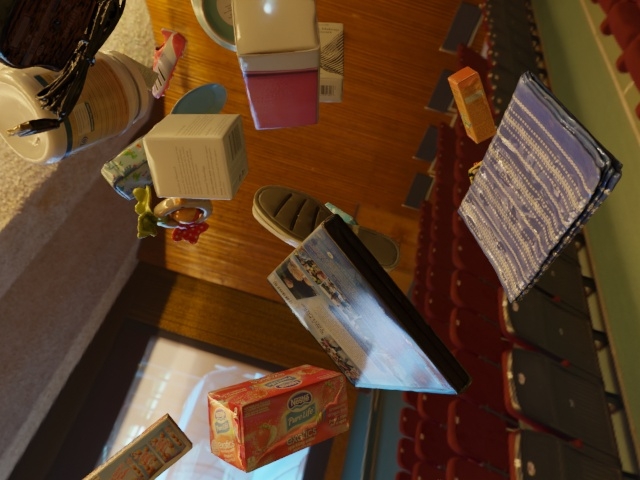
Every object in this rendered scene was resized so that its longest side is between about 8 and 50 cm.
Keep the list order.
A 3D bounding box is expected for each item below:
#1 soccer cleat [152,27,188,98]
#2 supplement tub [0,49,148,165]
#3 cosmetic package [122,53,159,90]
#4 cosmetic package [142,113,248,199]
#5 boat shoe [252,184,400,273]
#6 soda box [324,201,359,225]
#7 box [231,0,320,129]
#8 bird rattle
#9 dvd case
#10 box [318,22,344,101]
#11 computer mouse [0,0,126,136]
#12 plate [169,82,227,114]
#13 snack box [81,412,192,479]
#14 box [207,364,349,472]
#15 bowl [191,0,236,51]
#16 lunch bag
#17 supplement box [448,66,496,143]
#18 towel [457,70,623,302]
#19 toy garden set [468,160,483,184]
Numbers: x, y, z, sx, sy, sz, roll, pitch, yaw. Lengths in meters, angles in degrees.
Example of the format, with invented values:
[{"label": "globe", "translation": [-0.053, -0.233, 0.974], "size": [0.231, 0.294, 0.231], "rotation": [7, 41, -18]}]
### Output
[{"label": "soccer cleat", "translation": [-0.535, -0.601, 1.659], "size": [0.248, 0.095, 0.083], "rotation": [-50, 31, 34]}, {"label": "supplement tub", "translation": [-0.390, -0.218, 0.772], "size": [0.200, 0.144, 0.144], "rotation": [-47, -20, -48]}, {"label": "cosmetic package", "translation": [-0.556, -0.508, 1.472], "size": [0.060, 0.115, 0.041], "rotation": [-62, 31, 2]}, {"label": "cosmetic package", "translation": [-0.280, -0.197, 1.127], "size": [0.151, 0.183, 0.151], "rotation": [-75, -15, -55]}, {"label": "boat shoe", "translation": [0.000, 0.000, 0.951], "size": [0.113, 0.302, 0.103], "rotation": [-64, 3, -33]}, {"label": "soda box", "translation": [0.045, -0.038, 1.303], "size": [0.071, 0.067, 0.210], "rotation": [-42, 22, -2]}, {"label": "box", "translation": [-0.070, -0.312, 0.831], "size": [0.232, 0.126, 0.149], "rotation": [92, 171, -75]}, {"label": "bird rattle", "translation": [-0.398, -0.065, 1.386], "size": [0.253, 0.206, 0.143], "rotation": [24, -130, -52]}, {"label": "dvd case", "translation": [0.028, 0.081, 0.509], "size": [0.022, 0.180, 0.253], "rotation": [-39, -1, -22]}, {"label": "box", "translation": [0.017, -0.553, 1.504], "size": [0.094, 0.113, 0.275], "rotation": [92, 178, -56]}, {"label": "computer mouse", "translation": [-0.281, -0.181, 0.465], "size": [0.184, 0.060, 0.262], "rotation": [-56, 15, 13]}, {"label": "plate", "translation": [-0.341, -0.369, 1.341], "size": [0.188, 0.024, 0.188], "rotation": [-38, -11, -8]}, {"label": "snack box", "translation": [-0.279, 0.337, 0.709], "size": [0.178, 0.064, 0.022], "rotation": [-37, 7, -13]}, {"label": "box", "translation": [-0.078, 0.337, 0.957], "size": [0.128, 0.256, 0.123], "rotation": [-3, 90, 49]}, {"label": "bowl", "translation": [-0.175, -0.569, 1.140], "size": [0.163, 0.311, 0.312], "rotation": [-87, 11, -46]}, {"label": "lunch bag", "translation": [-0.569, -0.233, 1.552], "size": [0.219, 0.090, 0.176], "rotation": [-41, -8, -14]}, {"label": "supplement box", "translation": [0.491, -0.432, 1.568], "size": [0.233, 0.080, 0.078], "rotation": [54, -170, -33]}, {"label": "towel", "translation": [0.338, -0.078, 0.825], "size": [0.336, 0.040, 0.243], "rotation": [100, 156, -50]}, {"label": "toy garden set", "translation": [0.419, -0.116, 1.147], "size": [0.244, 0.049, 0.204], "rotation": [117, 145, -77]}]
